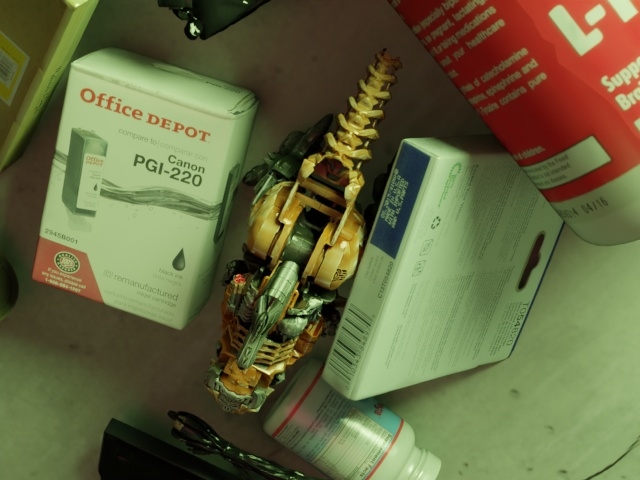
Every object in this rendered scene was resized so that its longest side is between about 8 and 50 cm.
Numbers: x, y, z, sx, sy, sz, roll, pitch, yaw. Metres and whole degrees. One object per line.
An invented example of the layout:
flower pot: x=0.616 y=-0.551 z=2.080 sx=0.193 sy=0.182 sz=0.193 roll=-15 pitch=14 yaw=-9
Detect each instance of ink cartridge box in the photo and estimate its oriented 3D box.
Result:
ink cartridge box: x=-0.161 y=-0.049 z=1.051 sx=0.159 sy=0.092 sz=0.217 roll=18 pitch=110 yaw=6
ink cartridge box: x=0.118 y=0.017 z=0.970 sx=0.045 sy=0.224 sz=0.223 roll=35 pitch=116 yaw=37

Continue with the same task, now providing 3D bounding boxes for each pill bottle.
pill bottle: x=0.032 y=0.190 z=1.093 sx=0.160 sy=0.087 sz=0.087 roll=36 pitch=113 yaw=-2
pill bottle: x=0.165 y=-0.215 z=0.842 sx=0.229 sy=0.229 sz=0.407 roll=-38 pitch=96 yaw=21

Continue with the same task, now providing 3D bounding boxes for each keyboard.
keyboard: x=-0.072 y=0.254 z=1.139 sx=0.317 sy=0.033 sz=0.201 roll=24 pitch=140 yaw=3

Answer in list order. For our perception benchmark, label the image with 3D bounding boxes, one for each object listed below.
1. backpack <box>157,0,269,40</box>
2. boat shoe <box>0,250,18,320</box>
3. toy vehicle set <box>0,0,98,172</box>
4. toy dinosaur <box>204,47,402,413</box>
backpack: x=-0.090 y=-0.276 z=0.943 sx=0.152 sy=0.115 sz=0.182 roll=-32 pitch=99 yaw=9
boat shoe: x=-0.419 y=-0.037 z=1.096 sx=0.104 sy=0.111 sz=0.307 roll=-14 pitch=109 yaw=42
toy vehicle set: x=-0.298 y=-0.186 z=0.993 sx=0.166 sy=0.035 sz=0.267 roll=44 pitch=141 yaw=-2
toy dinosaur: x=0.000 y=0.000 z=0.958 sx=0.164 sy=0.218 sz=0.322 roll=45 pitch=117 yaw=-6
